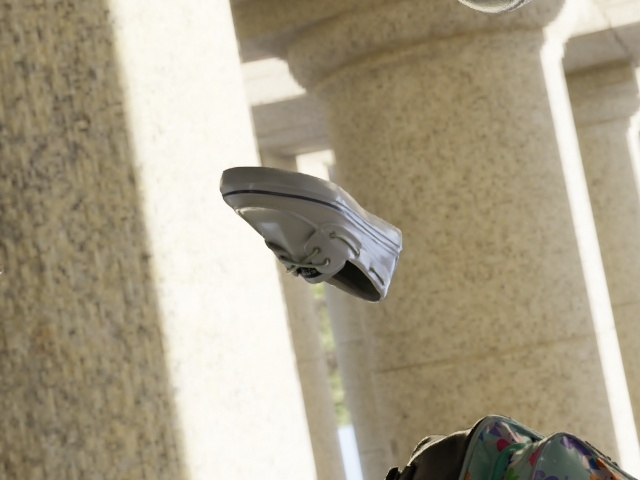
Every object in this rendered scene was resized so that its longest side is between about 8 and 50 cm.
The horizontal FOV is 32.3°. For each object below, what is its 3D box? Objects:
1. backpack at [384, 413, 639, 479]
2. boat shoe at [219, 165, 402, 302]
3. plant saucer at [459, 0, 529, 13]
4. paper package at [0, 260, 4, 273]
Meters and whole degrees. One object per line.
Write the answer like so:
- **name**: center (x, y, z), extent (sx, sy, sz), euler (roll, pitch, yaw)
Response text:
- **backpack**: center (0.172, 0.268, 0.806), extent (0.253, 0.225, 0.191), euler (36, 148, -17)
- **boat shoe**: center (0.000, 0.000, 0.965), extent (0.083, 0.076, 0.226), euler (-9, 159, 41)
- **plant saucer**: center (0.056, -0.314, 0.535), extent (0.100, 0.400, 0.400), euler (-23, 176, -3)
- **paper package**: center (-0.293, 0.055, 0.289), extent (0.325, 0.168, 0.309), euler (-40, 180, 2)
